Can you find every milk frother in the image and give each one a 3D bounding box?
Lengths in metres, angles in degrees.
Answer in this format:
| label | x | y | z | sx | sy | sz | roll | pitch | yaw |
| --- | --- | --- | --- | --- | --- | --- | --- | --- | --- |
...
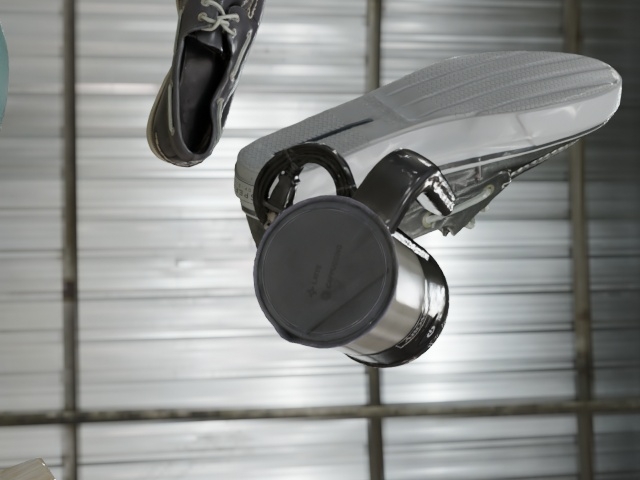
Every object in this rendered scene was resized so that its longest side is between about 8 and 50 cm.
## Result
| label | x | y | z | sx | sy | sz | roll | pitch | yaw |
| --- | --- | --- | --- | --- | --- | --- | --- | --- | --- |
| milk frother | 0.000 | 0.000 | 0.792 | 0.135 | 0.143 | 0.129 | 32 | 72 | -70 |

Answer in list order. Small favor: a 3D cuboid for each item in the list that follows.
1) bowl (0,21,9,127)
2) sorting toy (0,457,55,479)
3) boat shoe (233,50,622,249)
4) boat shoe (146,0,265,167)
| label | x | y | z | sx | sy | sz | roll | pitch | yaw |
| --- | --- | --- | --- | --- | --- | --- | --- | --- | --- |
| bowl | -0.355 | -0.113 | 0.765 | 0.163 | 0.311 | 0.312 | 71 | 9 | -58 |
| sorting toy | -0.373 | 0.254 | 1.047 | 0.089 | 0.257 | 0.255 | 54 | -46 | 19 |
| boat shoe | 0.089 | -0.062 | 1.083 | 0.121 | 0.335 | 0.119 | -128 | -155 | -53 |
| boat shoe | -0.079 | -0.155 | 1.039 | 0.065 | 0.075 | 0.206 | 21 | -86 | 66 |
